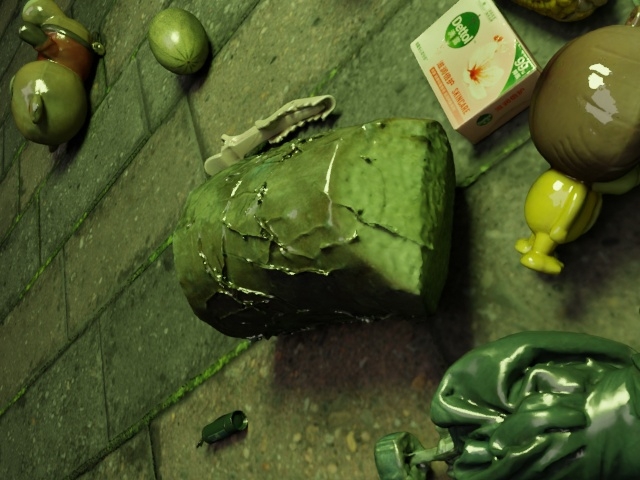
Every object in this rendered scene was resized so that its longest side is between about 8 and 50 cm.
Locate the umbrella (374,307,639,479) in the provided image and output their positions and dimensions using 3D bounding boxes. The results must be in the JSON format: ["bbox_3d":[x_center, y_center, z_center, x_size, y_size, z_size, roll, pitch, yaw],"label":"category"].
[{"bbox_3d":[0.172,0.133,0.372,0.349,0.094,0.143,-29,55,37],"label":"umbrella"}]

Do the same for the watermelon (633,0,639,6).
[{"bbox_3d":[0.268,-0.219,0.303,0.213,0.201,0.262,-33,56,33],"label":"watermelon"}]

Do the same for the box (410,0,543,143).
[{"bbox_3d":[0.151,-0.169,0.511,0.089,0.043,0.125,-38,55,30],"label":"box"}]

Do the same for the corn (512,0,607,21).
[{"bbox_3d":[0.182,-0.263,0.492,0.068,0.068,0.207,-52,49,20],"label":"corn"}]

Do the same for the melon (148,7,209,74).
[{"bbox_3d":[-0.239,-0.335,0.894,0.098,0.098,0.131,-44,57,26],"label":"melon"}]

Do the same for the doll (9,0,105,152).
[{"bbox_3d":[-0.601,-0.374,1.211,0.235,0.174,0.330,144,133,-69],"label":"doll"}]

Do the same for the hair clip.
[{"bbox_3d":[-0.067,-0.154,0.717,0.226,0.034,0.072,-21,38,33],"label":"hair clip"}]

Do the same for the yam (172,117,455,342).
[{"bbox_3d":[-0.003,-0.004,0.517,0.271,0.201,0.202,-7,74,36],"label":"yam"}]

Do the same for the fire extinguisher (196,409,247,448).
[{"bbox_3d":[-0.128,0.239,0.675,0.083,0.025,0.038,-35,19,31],"label":"fire extinguisher"}]

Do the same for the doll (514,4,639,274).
[{"bbox_3d":[0.200,-0.072,0.398,0.096,0.145,0.188,17,131,13],"label":"doll"}]
